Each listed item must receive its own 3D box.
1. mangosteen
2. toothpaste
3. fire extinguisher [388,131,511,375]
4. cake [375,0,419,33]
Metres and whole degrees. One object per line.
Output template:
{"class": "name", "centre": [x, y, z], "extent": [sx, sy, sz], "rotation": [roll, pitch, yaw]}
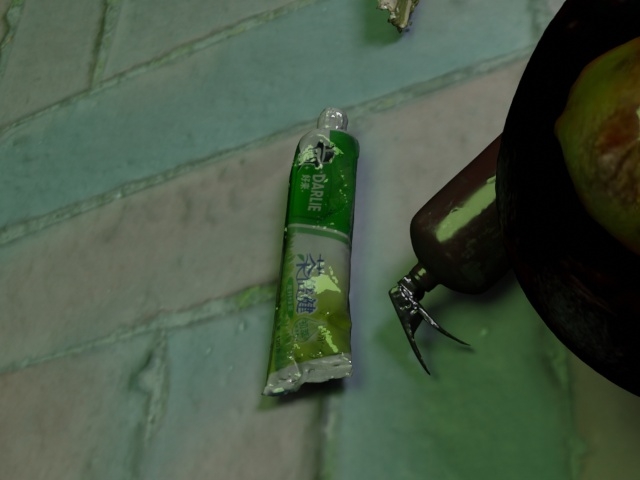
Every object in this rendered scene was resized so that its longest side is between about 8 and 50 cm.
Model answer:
{"class": "mangosteen", "centre": [0.214, -0.051, 0.519], "extent": [0.275, 0.302, 0.274], "rotation": [-4, 73, 13]}
{"class": "toothpaste", "centre": [0.000, 0.000, 0.838], "extent": [0.078, 0.047, 0.248], "rotation": [-16, 51, 30]}
{"class": "fire extinguisher", "centre": [0.142, -0.032, 0.738], "extent": [0.268, 0.072, 0.089], "rotation": [-43, 78, 1]}
{"class": "cake", "centre": [0.067, -0.239, 0.971], "extent": [0.055, 0.051, 0.140], "rotation": [0, 56, 37]}
